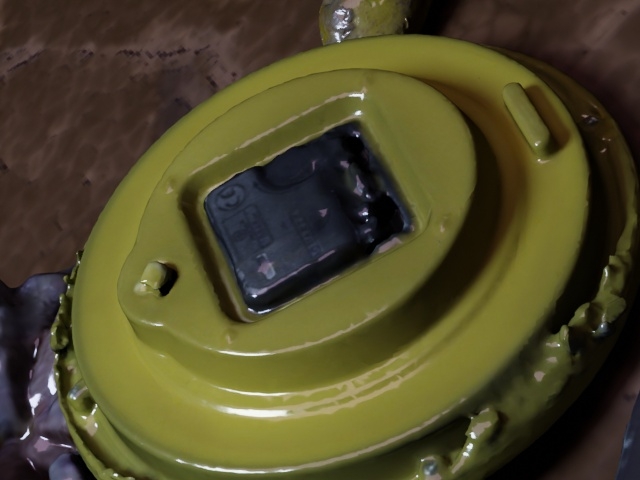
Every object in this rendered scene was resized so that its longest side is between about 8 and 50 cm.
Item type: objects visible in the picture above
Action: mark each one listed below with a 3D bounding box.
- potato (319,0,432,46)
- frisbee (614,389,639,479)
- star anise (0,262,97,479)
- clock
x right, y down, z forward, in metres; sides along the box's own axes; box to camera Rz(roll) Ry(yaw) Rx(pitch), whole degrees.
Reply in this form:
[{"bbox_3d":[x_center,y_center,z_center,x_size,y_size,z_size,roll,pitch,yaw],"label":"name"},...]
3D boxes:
[{"bbox_3d":[0.029,-0.113,0.837,0.046,0.045,0.092,128,166,-63],"label":"potato"},{"bbox_3d":[0.069,0.127,0.630,0.187,0.012,0.211,-21,48,31],"label":"frisbee"},{"bbox_3d":[-0.116,0.082,0.797,0.195,0.065,0.182,-15,55,24],"label":"star anise"},{"bbox_3d":[0.000,0.000,0.724,0.237,0.057,0.237,-14,46,15],"label":"clock"}]
